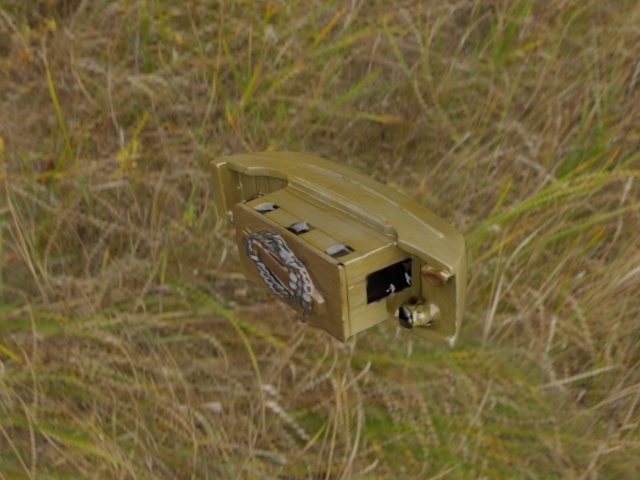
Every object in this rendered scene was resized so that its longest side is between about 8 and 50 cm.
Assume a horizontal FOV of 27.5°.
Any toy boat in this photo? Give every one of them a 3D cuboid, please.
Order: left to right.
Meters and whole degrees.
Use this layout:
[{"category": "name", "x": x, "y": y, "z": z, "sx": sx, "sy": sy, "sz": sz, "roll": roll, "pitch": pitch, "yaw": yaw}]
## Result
[{"category": "toy boat", "x": 0.000, "y": 0.000, "z": 0.676, "sx": 0.077, "sy": 0.057, "sz": 0.200, "roll": -23, "pitch": 32, "yaw": -27}]
